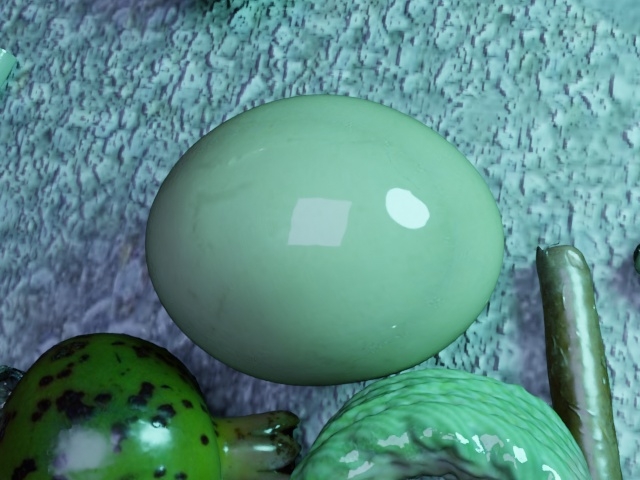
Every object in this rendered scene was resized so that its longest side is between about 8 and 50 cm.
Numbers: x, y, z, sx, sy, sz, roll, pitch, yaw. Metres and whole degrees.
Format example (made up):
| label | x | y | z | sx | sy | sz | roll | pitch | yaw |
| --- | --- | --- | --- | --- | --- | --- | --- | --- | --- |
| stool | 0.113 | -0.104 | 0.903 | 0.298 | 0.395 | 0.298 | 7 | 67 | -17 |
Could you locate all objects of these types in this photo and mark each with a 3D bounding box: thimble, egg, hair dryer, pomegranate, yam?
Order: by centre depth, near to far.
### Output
| label | x | y | z | sx | sy | sz | roll | pitch | yaw |
| --- | --- | --- | --- | --- | --- | --- | --- | --- | --- |
| thimble | 0.083 | 0.201 | 0.632 | 0.219 | 0.150 | 0.219 | 2 | 98 | 12 |
| egg | 0.000 | 0.000 | 0.699 | 0.269 | 0.219 | 0.219 | -5 | 75 | 8 |
| yam | 0.198 | 0.128 | 0.705 | 0.046 | 0.046 | 0.264 | -8 | 75 | 13 |
| pomegranate | -0.134 | 0.170 | 0.722 | 0.247 | 0.202 | 0.202 | -3 | 73 | -18 |
| hair dryer | -0.367 | -0.180 | 0.942 | 0.124 | 0.038 | 0.063 | 25 | 81 | 26 |

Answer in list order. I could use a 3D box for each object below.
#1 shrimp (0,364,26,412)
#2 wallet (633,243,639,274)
| label | x | y | z | sx | sy | sz | roll | pitch | yaw |
| --- | --- | --- | --- | --- | --- | --- | --- | --- | --- |
| shrimp | -0.293 | 0.197 | 0.817 | 0.082 | 0.076 | 0.174 | 20 | 73 | -23 |
| wallet | 0.374 | -0.010 | 0.695 | 0.245 | 0.052 | 0.168 | -42 | 79 | 7 |
